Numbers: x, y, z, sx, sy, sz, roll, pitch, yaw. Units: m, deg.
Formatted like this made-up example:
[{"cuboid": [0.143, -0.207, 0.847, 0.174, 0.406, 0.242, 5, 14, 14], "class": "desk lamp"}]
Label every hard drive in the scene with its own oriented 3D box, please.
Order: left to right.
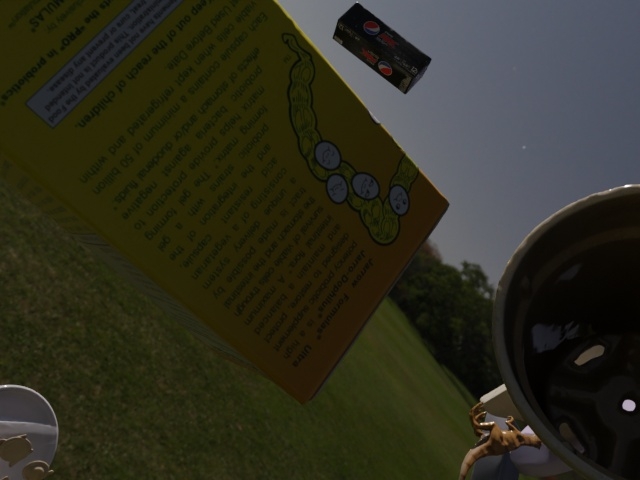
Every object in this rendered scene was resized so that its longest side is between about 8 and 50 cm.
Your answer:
[{"cuboid": [0.358, 0.482, 1.263, 0.054, 0.255, 0.172, 3, -33, 34], "class": "hard drive"}]

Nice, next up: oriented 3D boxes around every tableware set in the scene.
[{"cuboid": [-0.675, 0.498, 1.337, 0.020, 0.141, 0.169, 41, -29, 57], "class": "tableware set"}]

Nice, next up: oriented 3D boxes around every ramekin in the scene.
[{"cuboid": [-0.791, 0.488, 1.494, 0.273, 0.127, 0.273, 15, 71, -49], "class": "ramekin"}]

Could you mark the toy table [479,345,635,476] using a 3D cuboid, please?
[{"cuboid": [0.446, 0.294, 1.142, 0.161, 0.274, 0.252, 58, -9, -7], "class": "toy table"}]

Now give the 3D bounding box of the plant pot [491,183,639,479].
[{"cuboid": [0.377, 0.157, 0.712, 0.334, 0.333, 0.305, 55, -3, 34], "class": "plant pot"}]

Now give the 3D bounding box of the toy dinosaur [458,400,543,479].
[{"cuboid": [0.276, 0.326, 0.999, 0.112, 0.211, 0.064, 55, -36, 41], "class": "toy dinosaur"}]

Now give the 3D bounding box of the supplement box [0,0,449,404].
[{"cuboid": [-0.112, -0.075, 0.466, 0.356, 0.195, 0.194, 45, -18, -22], "class": "supplement box"}]

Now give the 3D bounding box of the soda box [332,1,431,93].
[{"cuboid": [0.106, -0.334, 1.074, 0.169, 0.060, 0.053, 40, -23, 5], "class": "soda box"}]
